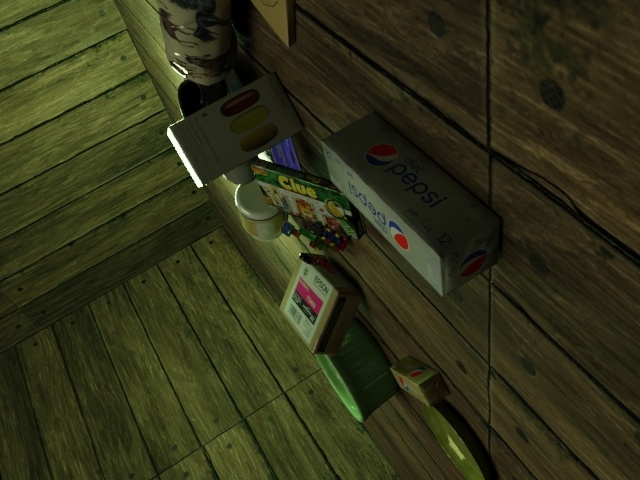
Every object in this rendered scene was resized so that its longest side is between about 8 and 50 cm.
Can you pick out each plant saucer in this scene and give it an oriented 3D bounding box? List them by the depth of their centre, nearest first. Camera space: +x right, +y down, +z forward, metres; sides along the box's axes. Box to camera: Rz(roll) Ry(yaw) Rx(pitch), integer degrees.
[{"bbox_3d":[0.327,0.478,1.500,0.241,0.037,0.241,55,168,18],"label":"plant saucer"}]

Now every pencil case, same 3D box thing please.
[{"bbox_3d":[-0.240,-0.466,1.203,0.410,0.159,0.184,114,142,-76],"label":"pencil case"}]

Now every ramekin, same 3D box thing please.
[{"bbox_3d":[0.101,0.378,1.916,0.303,0.148,0.303,55,167,19],"label":"ramekin"}]

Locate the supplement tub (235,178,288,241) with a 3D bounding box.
[{"bbox_3d":[-0.169,-0.092,1.883,0.144,0.144,0.200,55,168,20],"label":"supplement tub"}]

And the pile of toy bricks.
[{"bbox_3d":[0.000,0.000,1.560,0.105,0.118,0.212,24,-172,-47],"label":"pile of toy bricks"}]

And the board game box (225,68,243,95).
[{"bbox_3d":[-0.255,-0.421,1.680,0.160,0.039,0.211,62,167,-16],"label":"board game box"}]

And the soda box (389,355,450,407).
[{"bbox_3d":[0.229,0.326,1.481,0.061,0.058,0.181,61,169,-9],"label":"soda box"}]

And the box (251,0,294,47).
[{"bbox_3d":[-0.091,-0.431,1.018,0.164,0.021,0.201,56,167,15],"label":"box"}]

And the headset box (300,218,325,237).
[{"bbox_3d":[-0.022,-0.035,1.690,0.083,0.032,0.062,54,167,17],"label":"headset box"}]

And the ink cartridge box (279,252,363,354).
[{"bbox_3d":[-0.005,0.169,1.736,0.234,0.088,0.193,44,119,53],"label":"ink cartridge box"}]

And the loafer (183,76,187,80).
[{"bbox_3d":[-0.319,-0.372,1.894,0.320,0.112,0.111,63,176,-15],"label":"loafer"}]

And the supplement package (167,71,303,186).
[{"bbox_3d":[-0.181,-0.231,1.337,0.139,0.244,0.134,60,169,-11],"label":"supplement package"}]

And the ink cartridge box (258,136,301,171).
[{"bbox_3d":[-0.119,-0.235,1.568,0.208,0.045,0.206,47,163,41],"label":"ink cartridge box"}]

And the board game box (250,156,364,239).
[{"bbox_3d":[-0.029,-0.091,1.349,0.259,0.030,0.136,21,145,34],"label":"board game box"}]

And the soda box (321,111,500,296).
[{"bbox_3d":[0.118,-0.059,0.880,0.286,0.098,0.091,49,164,39],"label":"soda box"}]

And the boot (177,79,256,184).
[{"bbox_3d":[-0.255,-0.246,1.533,0.223,0.118,0.338,-90,-21,-60],"label":"boot"}]

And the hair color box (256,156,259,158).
[{"bbox_3d":[-0.185,-0.214,1.893,0.072,0.043,0.141,54,166,24],"label":"hair color box"}]
